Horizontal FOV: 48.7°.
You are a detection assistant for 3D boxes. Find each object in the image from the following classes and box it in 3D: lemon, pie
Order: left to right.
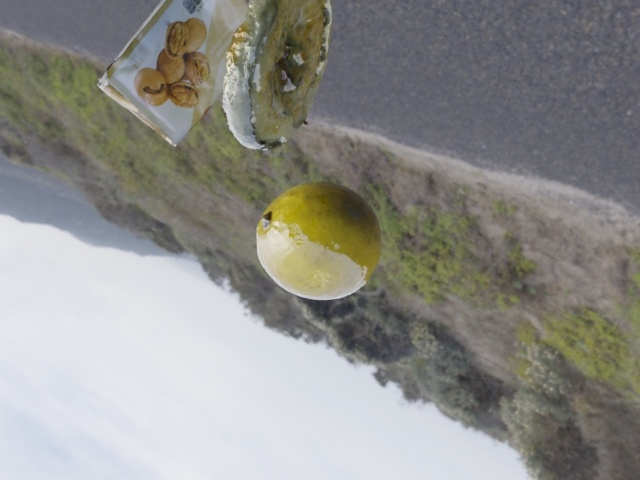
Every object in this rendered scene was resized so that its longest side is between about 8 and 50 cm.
[{"bbox_3d":[-0.051,-0.254,0.989,0.055,0.274,0.274,20,171,18],"label":"pie"},{"bbox_3d":[0.000,0.001,1.666,0.297,0.297,0.297,29,174,3],"label":"lemon"}]

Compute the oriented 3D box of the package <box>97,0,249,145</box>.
[{"bbox_3d":[-0.291,-0.382,1.415,0.165,0.311,0.221,28,169,47],"label":"package"}]
